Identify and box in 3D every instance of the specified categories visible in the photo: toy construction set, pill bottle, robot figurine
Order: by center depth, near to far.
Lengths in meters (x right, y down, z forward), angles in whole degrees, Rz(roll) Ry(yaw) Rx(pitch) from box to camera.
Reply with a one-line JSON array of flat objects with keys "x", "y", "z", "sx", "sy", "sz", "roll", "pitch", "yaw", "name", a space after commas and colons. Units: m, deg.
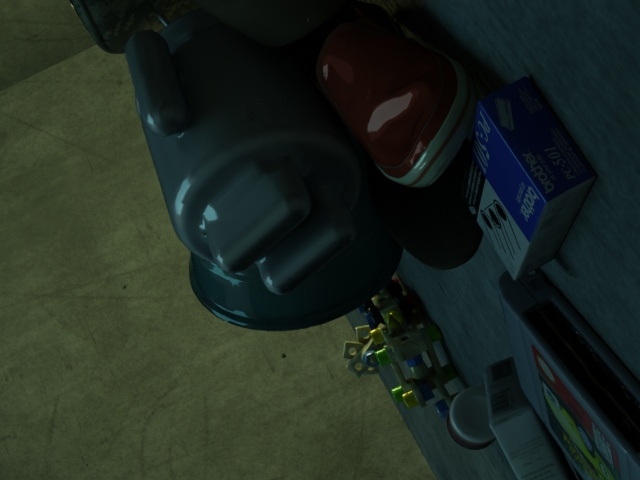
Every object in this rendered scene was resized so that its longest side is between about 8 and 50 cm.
[{"x": -0.081, "y": -0.113, "z": 1.061, "sx": 0.300, "sy": 0.200, "sz": 0.353, "roll": 32, "pitch": -153, "yaw": -47, "name": "robot figurine"}, {"x": 0.239, "y": 0.279, "z": 1.554, "sx": 0.086, "sy": 0.086, "sz": 0.152, "roll": 61, "pitch": 174, "yaw": 18, "name": "pill bottle"}, {"x": 0.144, "y": 0.195, "z": 1.855, "sx": 0.215, "sy": 0.151, "sz": 0.328, "roll": 64, "pitch": 164, "yaw": -16, "name": "toy construction set"}]

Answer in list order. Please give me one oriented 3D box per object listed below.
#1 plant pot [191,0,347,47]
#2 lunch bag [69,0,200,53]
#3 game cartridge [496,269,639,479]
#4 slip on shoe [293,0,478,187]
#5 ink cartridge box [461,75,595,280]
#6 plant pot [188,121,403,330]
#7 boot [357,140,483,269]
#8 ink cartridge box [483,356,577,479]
[{"x": -0.073, "y": -0.311, "z": 0.930, "sx": 0.229, "sy": 0.263, "sz": 0.263, "roll": 44, "pitch": -174, "yaw": -31, "name": "plant pot"}, {"x": -0.191, "y": -0.403, "z": 1.158, "sx": 0.256, "sy": 0.305, "sz": 0.212, "roll": 57, "pitch": 170, "yaw": 25, "name": "lunch bag"}, {"x": 0.266, "y": 0.176, "z": 0.944, "sx": 0.294, "sy": 0.060, "sz": 0.196, "roll": 58, "pitch": 177, "yaw": 47, "name": "game cartridge"}, {"x": 0.047, "y": -0.150, "z": 0.927, "sx": 0.101, "sy": 0.123, "sz": 0.331, "roll": 20, "pitch": -156, "yaw": -27, "name": "slip on shoe"}, {"x": 0.165, "y": -0.044, "z": 0.830, "sx": 0.097, "sy": 0.046, "sz": 0.207, "roll": 60, "pitch": 174, "yaw": 18, "name": "ink cartridge box"}, {"x": -0.066, "y": -0.106, "z": 1.460, "sx": 0.341, "sy": 0.341, "sz": 0.334, "roll": -123, "pitch": 16, "yaw": -49, "name": "plant pot"}, {"x": 0.105, "y": -0.080, "z": 1.072, "sx": 0.115, "sy": 0.112, "sz": 0.305, "roll": 42, "pitch": -162, "yaw": -49, "name": "boot"}, {"x": 0.265, "y": 0.270, "z": 1.177, "sx": 0.189, "sy": 0.066, "sz": 0.232, "roll": -60, "pitch": -52, "yaw": -77, "name": "ink cartridge box"}]
